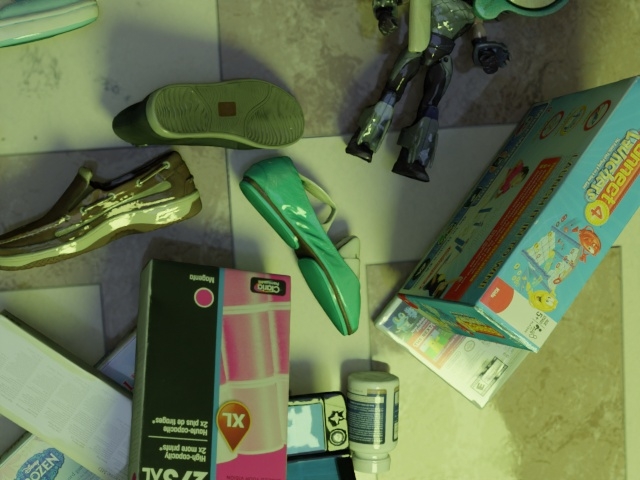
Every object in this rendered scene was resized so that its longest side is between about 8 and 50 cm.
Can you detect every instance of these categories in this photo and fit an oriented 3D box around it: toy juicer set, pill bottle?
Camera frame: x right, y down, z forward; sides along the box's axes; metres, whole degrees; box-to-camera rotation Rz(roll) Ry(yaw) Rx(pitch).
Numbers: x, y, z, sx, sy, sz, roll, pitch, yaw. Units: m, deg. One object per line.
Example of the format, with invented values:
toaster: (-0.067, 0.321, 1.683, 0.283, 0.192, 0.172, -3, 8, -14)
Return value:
toy juicer set: (0.230, -0.362, 1.540, 0.329, 0.089, 0.209, -18, 91, -20)
pill bottle: (0.065, 0.229, 1.650, 0.067, 0.067, 0.120, 1, 97, -7)

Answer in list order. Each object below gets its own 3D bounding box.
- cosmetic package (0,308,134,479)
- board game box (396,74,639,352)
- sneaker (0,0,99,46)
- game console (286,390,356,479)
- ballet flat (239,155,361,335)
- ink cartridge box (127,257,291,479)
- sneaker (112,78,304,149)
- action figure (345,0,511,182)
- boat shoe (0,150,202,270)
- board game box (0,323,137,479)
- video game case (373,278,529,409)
cosmetic package: (-0.302, 0.188, 1.538, 0.239, 0.060, 0.099, 35, 88, -9)
board game box: (0.245, -0.029, 1.497, 0.086, 0.302, 0.308, 38, 83, -10)
sneaker: (-0.424, -0.316, 1.494, 0.319, 0.127, 0.208, -8, 100, -6)
game console: (-0.031, 0.256, 1.566, 0.144, 0.085, 0.124, -6, 103, -7)
ballet flat: (0.000, 0.000, 1.609, 0.087, 0.083, 0.247, -37, 102, -15)
ink cartridge box: (-0.129, 0.211, 1.515, 0.176, 0.069, 0.370, 7, 72, -18)
sneaker: (-0.134, -0.150, 1.580, 0.222, 0.118, 0.083, 3, 86, -36)
action figure: (0.132, -0.219, 1.586, 0.185, 0.099, 0.285, 20, 92, -4)
boat shoe: (-0.276, -0.043, 1.564, 0.258, 0.095, 0.095, -19, 105, -16)
board game box: (-0.193, 0.290, 1.628, 0.319, 0.066, 0.318, -43, 100, -1)
video game case: (0.199, 0.085, 1.670, 0.183, 0.023, 0.201, 39, 93, -10)
